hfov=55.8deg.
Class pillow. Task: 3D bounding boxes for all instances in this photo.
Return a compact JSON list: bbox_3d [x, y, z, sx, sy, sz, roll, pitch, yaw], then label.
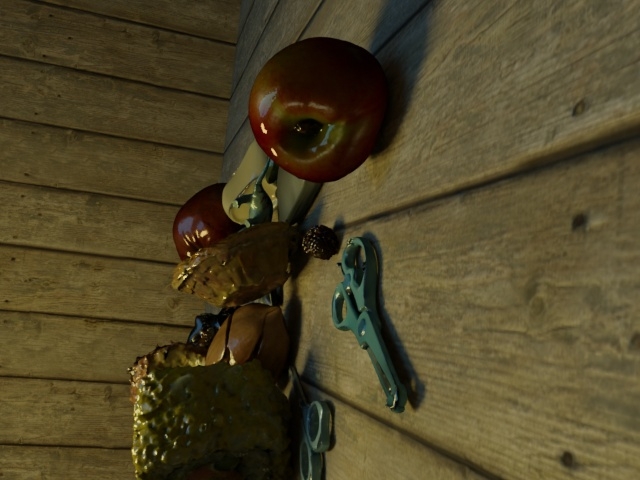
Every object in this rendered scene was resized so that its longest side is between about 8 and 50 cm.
[{"bbox_3d":[-0.150,0.167,1.708,0.091,0.055,0.135,59,155,12],"label":"pillow"}]

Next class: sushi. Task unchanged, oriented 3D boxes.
[{"bbox_3d":[-0.345,0.362,2.014,0.227,0.212,0.215,115,155,-49],"label":"sushi"},{"bbox_3d":[-0.225,0.461,1.340,0.240,0.351,0.396,-114,22,-48],"label":"sushi"}]

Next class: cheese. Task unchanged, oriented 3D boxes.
[{"bbox_3d":[-0.192,-0.175,1.807,0.266,0.127,0.233,-48,34,29],"label":"cheese"}]

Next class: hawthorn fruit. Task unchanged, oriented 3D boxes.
[{"bbox_3d":[-0.327,-0.041,2.017,0.325,0.308,0.308,-48,-19,-53],"label":"hawthorn fruit"}]

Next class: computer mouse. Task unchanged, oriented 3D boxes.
[{"bbox_3d":[-0.063,-0.165,1.518,0.331,0.095,0.197,121,156,-53],"label":"computer mouse"}]

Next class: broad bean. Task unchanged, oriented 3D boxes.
[{"bbox_3d":[-0.094,-0.288,1.660,0.075,0.067,0.325,-29,38,55],"label":"broad bean"}]

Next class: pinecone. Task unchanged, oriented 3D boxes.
[{"bbox_3d":[0.000,0.000,1.263,0.083,0.077,0.077,-88,14,-53],"label":"pinecone"}]

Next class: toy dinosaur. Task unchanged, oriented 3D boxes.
[{"bbox_3d":[-0.170,-0.060,1.600,0.076,0.144,0.329,35,146,34],"label":"toy dinosaur"}]

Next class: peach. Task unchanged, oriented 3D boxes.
[{"bbox_3d":[0.007,-0.251,1.102,0.245,0.248,0.274,-33,26,23],"label":"peach"}]

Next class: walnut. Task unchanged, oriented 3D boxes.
[{"bbox_3d":[-0.173,0.272,1.519,0.298,0.203,0.203,-57,25,20],"label":"walnut"}]

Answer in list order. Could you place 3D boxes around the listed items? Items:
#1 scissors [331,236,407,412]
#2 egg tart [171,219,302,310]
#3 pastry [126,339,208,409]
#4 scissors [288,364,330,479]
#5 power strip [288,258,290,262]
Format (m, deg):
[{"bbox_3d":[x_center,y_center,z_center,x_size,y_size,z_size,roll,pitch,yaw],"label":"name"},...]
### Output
[{"bbox_3d":[0.080,0.135,0.997,0.393,0.032,0.180,-111,33,-60],"label":"scissors"},{"bbox_3d":[-0.189,0.072,1.491,0.150,0.352,0.352,63,154,11],"label":"egg tart"},{"bbox_3d":[-0.361,0.475,1.778,0.292,0.405,0.337,-54,-18,-31],"label":"pastry"},{"bbox_3d":[-0.038,0.366,1.298,0.360,0.029,0.191,-125,44,-66],"label":"scissors"},{"bbox_3d":[-0.099,0.032,1.653,0.017,0.027,0.083,110,160,-44],"label":"power strip"}]
